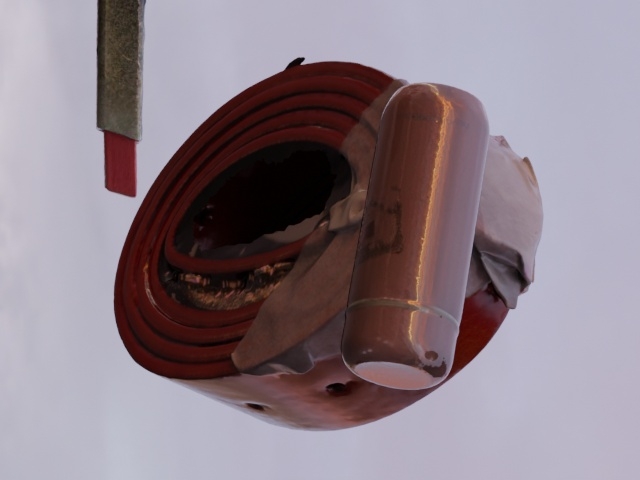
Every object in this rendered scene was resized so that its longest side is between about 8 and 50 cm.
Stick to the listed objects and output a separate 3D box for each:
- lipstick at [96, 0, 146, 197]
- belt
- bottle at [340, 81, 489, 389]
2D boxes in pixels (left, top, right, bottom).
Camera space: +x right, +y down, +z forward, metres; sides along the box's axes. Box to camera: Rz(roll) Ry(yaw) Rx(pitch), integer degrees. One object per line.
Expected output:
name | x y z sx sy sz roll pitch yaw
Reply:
lipstick | -0.171 -0.182 1.354 0.051 0.051 0.312 -95 -171 -72
belt | 0.000 0.000 1.036 0.324 0.115 0.227 -16 -123 46
bottle | 0.045 -0.003 0.735 0.053 0.053 0.140 142 -37 -61
